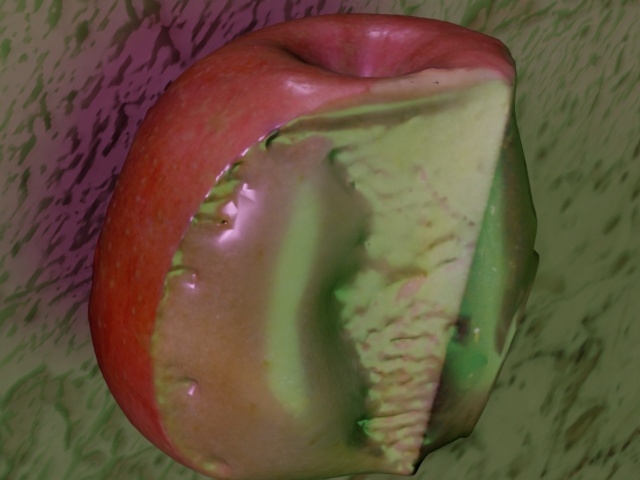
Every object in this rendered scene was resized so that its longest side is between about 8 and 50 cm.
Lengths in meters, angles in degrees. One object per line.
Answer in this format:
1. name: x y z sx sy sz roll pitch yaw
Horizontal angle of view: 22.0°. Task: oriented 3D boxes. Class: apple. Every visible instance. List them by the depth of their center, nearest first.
1. apple: 0.000 0.000 0.695 0.207 0.174 0.188 -10 109 -41
